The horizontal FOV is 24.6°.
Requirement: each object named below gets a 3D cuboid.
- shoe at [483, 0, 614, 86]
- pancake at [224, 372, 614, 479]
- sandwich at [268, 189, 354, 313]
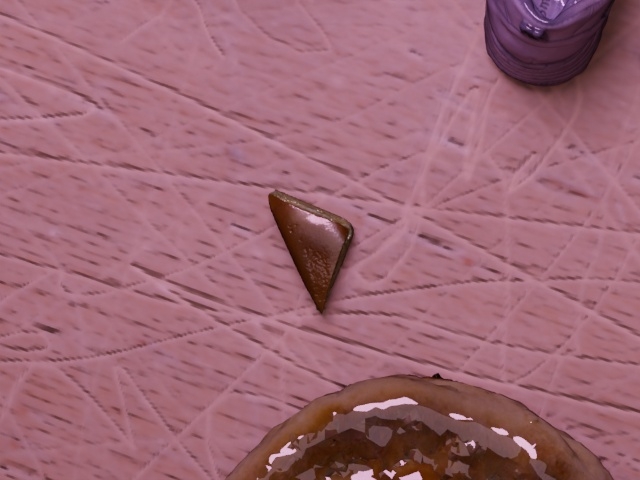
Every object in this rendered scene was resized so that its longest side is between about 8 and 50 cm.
[{"bbox_3d":[0.152,-0.211,0.836,0.095,0.137,0.245,17,95,3],"label":"shoe"},{"bbox_3d":[0.069,0.265,0.908,0.356,0.065,0.356,0,93,5],"label":"pancake"},{"bbox_3d":[0.000,0.000,0.922,0.044,0.031,0.083,-25,91,13],"label":"sandwich"}]
